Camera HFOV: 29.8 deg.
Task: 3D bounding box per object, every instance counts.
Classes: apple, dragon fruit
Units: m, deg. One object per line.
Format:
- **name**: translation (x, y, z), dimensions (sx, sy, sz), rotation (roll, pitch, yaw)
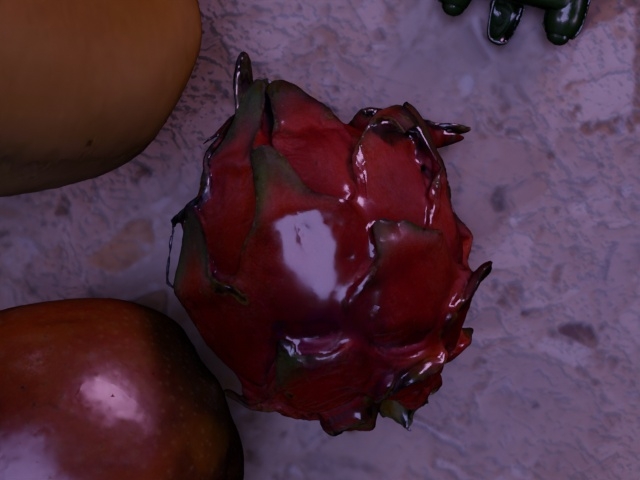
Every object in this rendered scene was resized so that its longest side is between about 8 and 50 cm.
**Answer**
- **apple**: translation (-0.162, 0.146, 0.781), dimensions (0.230, 0.230, 0.230), rotation (0, 93, 6)
- **dragon fruit**: translation (0.000, 0.000, 0.774), dimensions (0.192, 0.193, 0.274), rotation (-24, 90, 33)

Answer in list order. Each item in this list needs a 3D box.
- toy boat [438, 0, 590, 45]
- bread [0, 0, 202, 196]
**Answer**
- **toy boat**: translation (0.150, -0.233, 0.806), dimensions (0.104, 0.052, 0.210), rotation (16, 93, 7)
- **bread**: translation (-0.278, -0.155, 0.689), dimensions (0.348, 0.376, 0.253), rotation (10, 95, 31)
